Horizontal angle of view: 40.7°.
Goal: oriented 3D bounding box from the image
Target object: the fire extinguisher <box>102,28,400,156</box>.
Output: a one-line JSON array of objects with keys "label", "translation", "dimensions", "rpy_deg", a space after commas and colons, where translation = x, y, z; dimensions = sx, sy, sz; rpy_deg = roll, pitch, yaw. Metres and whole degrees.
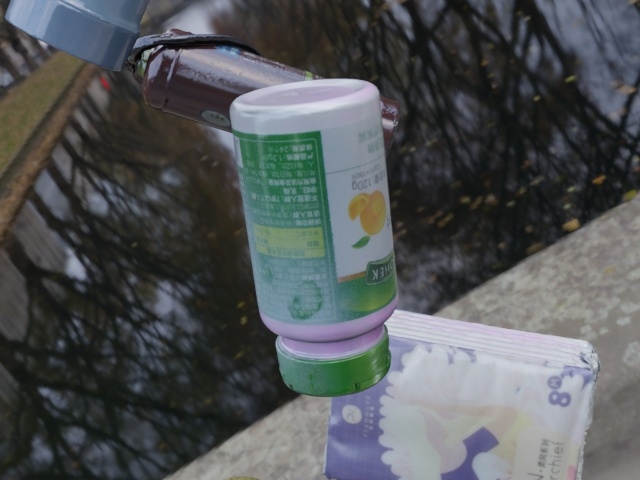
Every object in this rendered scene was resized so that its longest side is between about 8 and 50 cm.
[{"label": "fire extinguisher", "translation": [-0.086, -0.166, 0.998], "dimensions": [0.141, 0.341, 0.105], "rpy_deg": [131, 155, -72]}]

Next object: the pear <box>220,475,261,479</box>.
[{"label": "pear", "translation": [-0.113, 0.430, 1.246], "dimensions": [0.167, 0.136, 0.167], "rpy_deg": [-34, 42, 38]}]

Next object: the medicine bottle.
[{"label": "medicine bottle", "translation": [0.000, 0.000, 0.783], "dimensions": [0.133, 0.274, 0.133], "rpy_deg": [-5, 20, 2]}]

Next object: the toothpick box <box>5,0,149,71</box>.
[{"label": "toothpick box", "translation": [-0.173, -0.225, 0.685], "dimensions": [0.153, 0.101, 0.101], "rpy_deg": [-63, 18, 10]}]

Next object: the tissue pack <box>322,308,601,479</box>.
[{"label": "tissue pack", "translation": [0.185, 0.234, 1.165], "dimensions": [0.343, 0.242, 0.125], "rpy_deg": [9, 18, 15]}]
